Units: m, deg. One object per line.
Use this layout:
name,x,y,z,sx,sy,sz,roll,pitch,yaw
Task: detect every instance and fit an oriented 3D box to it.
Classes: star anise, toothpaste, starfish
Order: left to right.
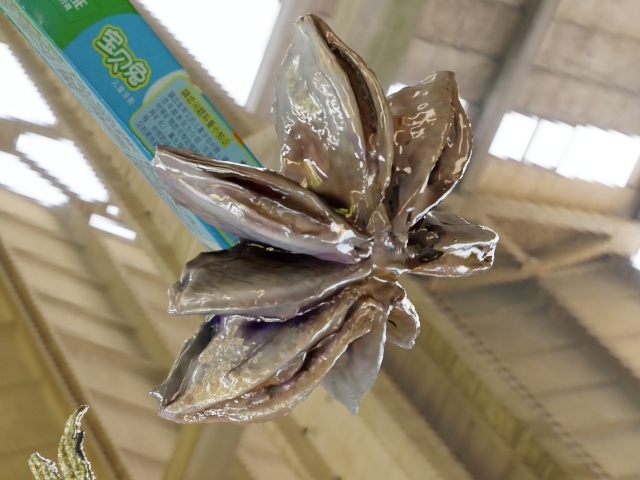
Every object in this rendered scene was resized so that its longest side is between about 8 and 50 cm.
starfish,-0.200,0.241,1.096,0.053,0.176,0.208,12,-143,-18
toothpaste,-0.087,-0.063,0.793,0.266,0.050,0.065,51,170,-24
star anise,0.000,0.000,0.732,0.229,0.236,0.093,34,172,-41
